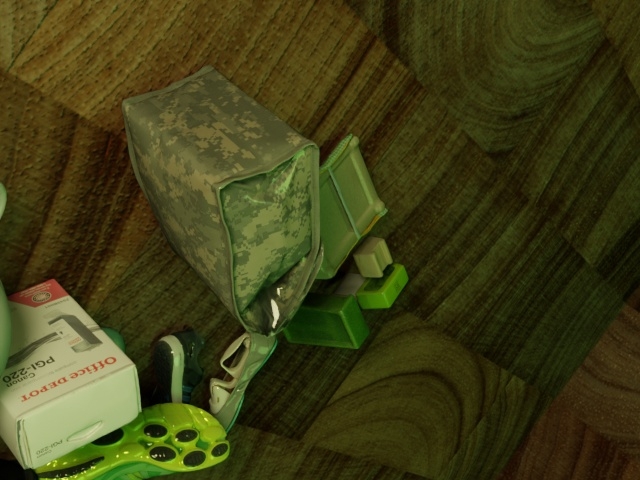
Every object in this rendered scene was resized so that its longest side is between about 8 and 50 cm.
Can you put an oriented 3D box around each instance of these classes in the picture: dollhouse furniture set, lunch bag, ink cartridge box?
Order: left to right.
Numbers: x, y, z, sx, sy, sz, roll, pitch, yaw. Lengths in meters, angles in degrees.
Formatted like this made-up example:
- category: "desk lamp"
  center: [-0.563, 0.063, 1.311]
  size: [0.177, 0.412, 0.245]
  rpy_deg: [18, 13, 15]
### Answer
- category: "ink cartridge box"
  center: [-0.346, 0.159, 1.179]
  size: [0.158, 0.218, 0.092]
  rpy_deg: [-24, 135, -33]
- category: "lunch bag"
  center: [-0.119, -0.040, 1.239]
  size: [0.169, 0.235, 0.287]
  rpy_deg: [-28, 137, -26]
- category: "dollhouse furniture set"
  center: [0.000, 0.000, 1.547]
  size: [0.197, 0.151, 0.302]
  rpy_deg: [-51, 131, -37]

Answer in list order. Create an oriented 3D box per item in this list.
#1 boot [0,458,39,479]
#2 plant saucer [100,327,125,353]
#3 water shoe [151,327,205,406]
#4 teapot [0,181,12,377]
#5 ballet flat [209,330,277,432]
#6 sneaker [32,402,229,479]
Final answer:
- category: "boot"
  center: [-0.545, 0.354, 1.206]
  size: [0.348, 0.131, 0.260]
  rpy_deg: [-43, 134, -28]
- category: "plant saucer"
  center: [-0.331, 0.182, 1.379]
  size: [0.119, 0.021, 0.119]
  rpy_deg: [-27, 137, -29]
- category: "water shoe"
  center: [-0.216, 0.231, 1.500]
  size: [0.080, 0.073, 0.203]
  rpy_deg: [-22, 135, -37]
- category: "teapot"
  center: [-0.437, 0.081, 1.046]
  size: [0.187, 0.256, 0.253]
  rpy_deg: [-51, 124, -70]
- category: "ballet flat"
  center: [-0.149, 0.230, 1.591]
  size: [0.068, 0.072, 0.213]
  rpy_deg: [25, 101, -25]
- category: "sneaker"
  center: [-0.287, 0.318, 1.441]
  size: [0.295, 0.110, 0.123]
  rpy_deg: [-6, 159, -15]
